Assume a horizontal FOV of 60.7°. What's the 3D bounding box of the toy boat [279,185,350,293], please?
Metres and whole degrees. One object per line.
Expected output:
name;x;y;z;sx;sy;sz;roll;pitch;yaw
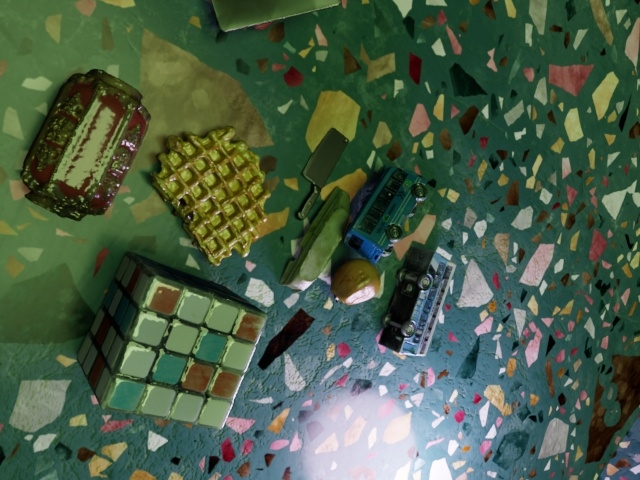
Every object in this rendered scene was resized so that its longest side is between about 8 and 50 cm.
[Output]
toy boat;0.000;0.000;1.368;0.093;0.055;0.293;34;81;-35

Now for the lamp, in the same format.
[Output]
lamp;-0.428;-0.173;1.006;0.177;0.177;0.274;28;82;-33

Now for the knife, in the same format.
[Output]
knife;-0.010;-0.166;1.354;0.072;0.019;0.245;33;79;-28

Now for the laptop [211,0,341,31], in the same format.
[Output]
laptop;-0.106;-0.548;1.140;0.269;0.015;0.188;-18;86;-11

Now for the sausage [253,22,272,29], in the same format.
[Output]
sausage;-0.092;-0.542;1.191;0.077;0.077;0.194;40;78;-31

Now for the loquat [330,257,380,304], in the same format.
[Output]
loquat;0.089;0.109;1.409;0.137;0.137;0.113;-31;80;-23

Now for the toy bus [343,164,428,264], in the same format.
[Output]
toy bus;0.167;-0.071;1.389;0.134;0.113;0.246;31;67;5

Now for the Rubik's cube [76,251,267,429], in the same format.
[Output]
Rubik's cube;-0.300;0.196;1.102;0.259;0.256;0.253;26;85;-32

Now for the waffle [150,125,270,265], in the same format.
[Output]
waffle;-0.239;-0.100;1.197;0.283;0.065;0.309;8;92;-35

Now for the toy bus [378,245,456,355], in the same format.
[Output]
toy bus;0.273;0.174;1.546;0.131;0.106;0.297;21;87;-37
